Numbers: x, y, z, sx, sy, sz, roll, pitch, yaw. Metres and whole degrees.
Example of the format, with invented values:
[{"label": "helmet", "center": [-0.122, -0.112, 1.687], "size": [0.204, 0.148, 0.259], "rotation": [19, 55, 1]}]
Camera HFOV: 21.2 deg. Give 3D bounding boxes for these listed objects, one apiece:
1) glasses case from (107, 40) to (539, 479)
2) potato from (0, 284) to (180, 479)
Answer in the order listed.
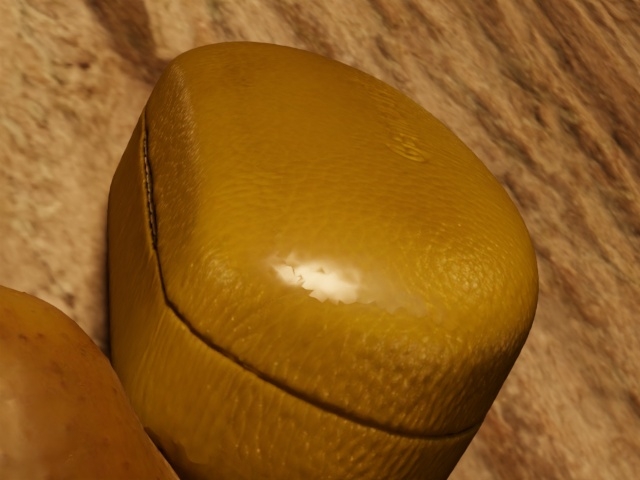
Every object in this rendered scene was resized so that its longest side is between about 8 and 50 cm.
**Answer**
[{"label": "glasses case", "center": [0.000, 0.000, 0.809], "size": [0.173, 0.141, 0.371], "rotation": [25, 15, -15]}, {"label": "potato", "center": [-0.125, 0.158, 0.588], "size": [0.195, 0.176, 0.369], "rotation": [-14, 70, -58]}]
